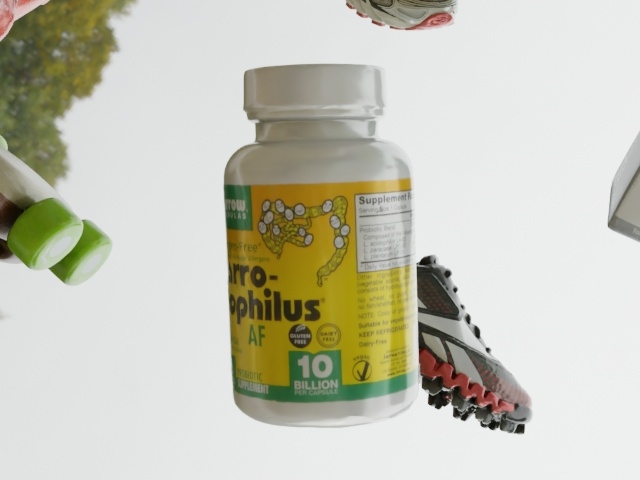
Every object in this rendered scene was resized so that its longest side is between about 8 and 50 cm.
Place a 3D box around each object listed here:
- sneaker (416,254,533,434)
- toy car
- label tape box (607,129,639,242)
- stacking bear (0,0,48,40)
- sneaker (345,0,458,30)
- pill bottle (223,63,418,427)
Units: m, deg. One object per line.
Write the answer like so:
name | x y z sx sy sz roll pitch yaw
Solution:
sneaker | 0.120 0.093 1.030 0.135 0.276 0.097 -57 -176 -15
toy car | -0.286 0.012 0.751 0.188 0.155 0.149 -47 169 -5
label tape box | 0.416 -0.112 0.796 0.106 0.241 0.333 -55 168 -56
stacking bear | -0.184 -0.193 0.316 0.164 0.289 0.175 -29 -157 4
sneaker | 0.048 -0.260 0.794 0.225 0.088 0.092 65 -27 23
pill bottle | 0.000 0.000 0.608 0.118 0.118 0.208 6 -81 54
